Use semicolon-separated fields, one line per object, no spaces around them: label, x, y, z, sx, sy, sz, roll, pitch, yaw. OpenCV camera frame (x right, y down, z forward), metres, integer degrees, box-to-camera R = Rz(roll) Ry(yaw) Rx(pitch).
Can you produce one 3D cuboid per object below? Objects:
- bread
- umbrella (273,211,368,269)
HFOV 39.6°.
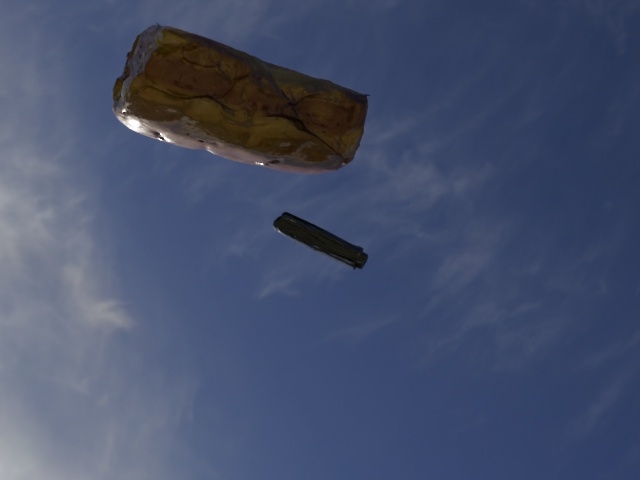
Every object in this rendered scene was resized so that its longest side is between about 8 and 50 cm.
bread;-0.110;-0.183;1.236;0.344;0.195;0.149;14;-83;-25
umbrella;0.001;-0.001;1.152;0.133;0.036;0.031;27;-27;12
